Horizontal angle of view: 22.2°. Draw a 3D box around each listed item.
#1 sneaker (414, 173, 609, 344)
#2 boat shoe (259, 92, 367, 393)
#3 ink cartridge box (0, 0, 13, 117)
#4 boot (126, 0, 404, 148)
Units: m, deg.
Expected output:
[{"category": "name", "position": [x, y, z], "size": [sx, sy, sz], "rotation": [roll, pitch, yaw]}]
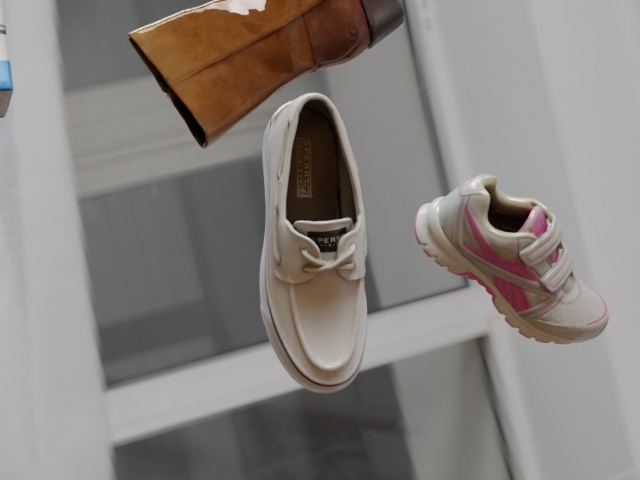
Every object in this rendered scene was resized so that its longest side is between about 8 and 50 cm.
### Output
[{"category": "sneaker", "position": [0.232, 0.021, 1.840], "size": [0.252, 0.103, 0.111], "rotation": [35, -48, -10]}, {"category": "boat shoe", "position": [0.000, 0.000, 1.452], "size": [0.088, 0.096, 0.267], "rotation": [142, -52, -74]}, {"category": "ink cartridge box", "position": [-0.517, -0.277, 2.277], "size": [0.086, 0.148, 0.203], "rotation": [123, -39, -58]}, {"category": "boot", "position": [-0.088, -0.273, 1.770], "size": [0.264, 0.280, 0.096], "rotation": [61, -17, -7]}]
